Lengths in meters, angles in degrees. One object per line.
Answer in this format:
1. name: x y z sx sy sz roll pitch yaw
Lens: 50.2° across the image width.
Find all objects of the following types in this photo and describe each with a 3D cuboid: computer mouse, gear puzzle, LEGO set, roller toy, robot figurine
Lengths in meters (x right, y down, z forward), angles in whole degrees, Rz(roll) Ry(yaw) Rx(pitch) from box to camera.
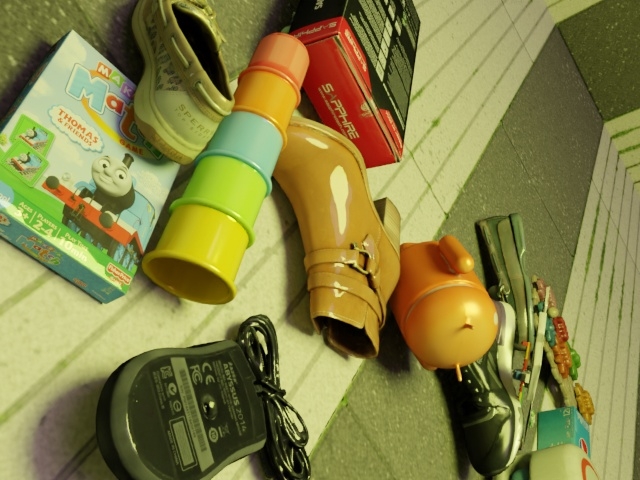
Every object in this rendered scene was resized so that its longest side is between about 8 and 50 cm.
1. computer mouse: -0.112 0.164 0.624 0.272 0.072 0.188 13 59 -63
2. gear puzzle: 0.492 0.239 1.352 0.338 0.044 0.175 62 27 -22
3. LEGO set: 0.316 0.215 1.079 0.182 0.060 0.244 -60 154 -49
4. roller toy: 0.345 0.411 1.013 0.209 0.146 0.191 35 39 -48
5. robot figurine: 0.161 0.087 0.928 0.128 0.158 0.219 42 15 -29

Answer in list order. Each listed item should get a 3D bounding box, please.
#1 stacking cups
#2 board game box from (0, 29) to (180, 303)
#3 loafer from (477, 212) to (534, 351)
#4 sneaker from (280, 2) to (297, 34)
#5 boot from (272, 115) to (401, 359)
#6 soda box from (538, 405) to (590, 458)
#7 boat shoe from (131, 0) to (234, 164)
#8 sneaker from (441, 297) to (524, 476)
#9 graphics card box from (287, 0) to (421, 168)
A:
1. stacking cups: -0.089 -0.090 0.725 0.096 0.096 0.316 39 51 -34
2. board game box: -0.215 -0.072 0.633 0.160 0.039 0.211 42 42 -32
3. loafer: 0.342 0.078 1.267 0.096 0.084 0.267 67 22 -64
4. sneaker: -0.037 -0.320 1.005 0.098 0.038 0.069 -10 78 -64
5. boot: 0.000 0.000 0.840 0.283 0.109 0.220 46 44 -39
6. soda box: 0.424 0.399 1.186 0.067 0.071 0.210 48 40 -27
7. boat shoe: -0.135 -0.199 0.725 0.105 0.089 0.285 34 32 -42
8. sneaker: 0.220 0.205 1.026 0.124 0.107 0.283 23 51 -22
9. graphics card box: 0.064 -0.315 1.044 0.232 0.094 0.370 55 36 -41
